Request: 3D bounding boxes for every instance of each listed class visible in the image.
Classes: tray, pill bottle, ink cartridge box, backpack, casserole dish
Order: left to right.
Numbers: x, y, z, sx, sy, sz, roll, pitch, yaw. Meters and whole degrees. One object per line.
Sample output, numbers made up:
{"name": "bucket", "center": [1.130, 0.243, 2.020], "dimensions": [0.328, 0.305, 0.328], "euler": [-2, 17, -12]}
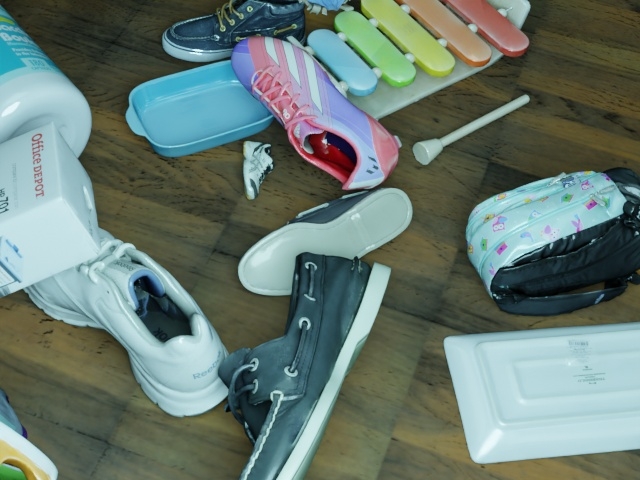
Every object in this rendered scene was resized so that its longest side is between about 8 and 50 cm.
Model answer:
{"name": "pill bottle", "center": [-0.382, -0.184, 1.172], "dimensions": [0.146, 0.146, 0.264], "euler": [-31, 61, -26]}
{"name": "ink cartridge box", "center": [-0.316, -0.014, 0.992], "dimensions": [0.190, 0.082, 0.140], "euler": [-25, 40, 1]}
{"name": "casserole dish", "center": [-0.137, -0.153, 1.242], "dimensions": [0.188, 0.037, 0.114], "euler": [-19, 56, -20]}
{"name": "backpack", "center": [0.247, 0.001, 1.102], "dimensions": [0.181, 0.152, 0.115], "euler": [-18, 49, -3]}
{"name": "tray", "center": [0.269, 0.141, 1.053], "dimensions": [0.270, 0.030, 0.145], "euler": [-4, 51, -8]}

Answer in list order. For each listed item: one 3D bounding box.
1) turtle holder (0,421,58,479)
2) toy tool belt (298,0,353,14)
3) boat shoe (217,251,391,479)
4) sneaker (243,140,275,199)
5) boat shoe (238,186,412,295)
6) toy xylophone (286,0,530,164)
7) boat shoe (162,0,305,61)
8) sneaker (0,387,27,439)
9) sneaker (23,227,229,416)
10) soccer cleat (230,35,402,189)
{"name": "turtle holder", "center": [-0.327, 0.249, 0.799], "dimensions": [0.243, 0.320, 0.227], "euler": [35, 59, -13]}
{"name": "toy tool belt", "center": [-0.002, -0.298, 1.260], "dimensions": [0.083, 0.052, 0.051], "euler": [7, 45, -16]}
{"name": "boat shoe", "center": [-0.035, 0.127, 0.967], "dimensions": [0.113, 0.127, 0.340], "euler": [24, 50, 4]}
{"name": "sneaker", "center": [-0.070, -0.082, 1.194], "dimensions": [0.036, 0.032, 0.083], "euler": [1, 52, -4]}
{"name": "boat shoe", "center": [0.000, 0.000, 1.133], "dimensions": [0.206, 0.075, 0.065], "euler": [-25, 15, -17]}
{"name": "toy xylophone", "center": [0.129, -0.227, 1.296], "dimensions": [0.322, 0.081, 0.236], "euler": [-36, 63, -28]}
{"name": "boat shoe", "center": [-0.108, -0.277, 1.311], "dimensions": [0.183, 0.083, 0.065], "euler": [-5, 53, -9]}
{"name": "sneaker", "center": [-0.348, 0.139, 0.981], "dimensions": [0.083, 0.098, 0.223], "euler": [-45, 43, -12]}
{"name": "sneaker", "center": [-0.197, 0.041, 1.025], "dimensions": [0.297, 0.129, 0.111], "euler": [33, 59, 21]}
{"name": "soccer cleat", "center": [-0.020, -0.146, 1.168], "dimensions": [0.248, 0.083, 0.095], "euler": [41, 39, 18]}
